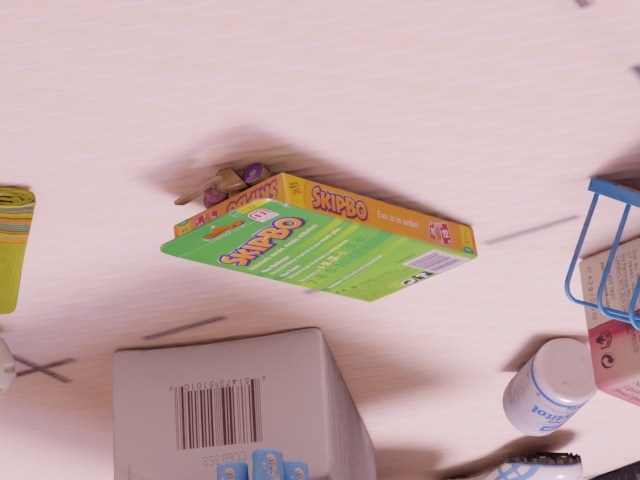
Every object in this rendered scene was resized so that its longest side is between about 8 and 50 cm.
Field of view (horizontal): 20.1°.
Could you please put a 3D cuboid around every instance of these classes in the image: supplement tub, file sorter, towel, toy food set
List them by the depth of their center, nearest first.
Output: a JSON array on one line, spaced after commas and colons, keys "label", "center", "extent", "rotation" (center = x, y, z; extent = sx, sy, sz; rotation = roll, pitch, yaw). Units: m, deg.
[{"label": "file sorter", "center": [0.294, 0.029, 1.419], "extent": [0.118, 0.104, 0.170], "rotation": [14, -174, -34]}, {"label": "toy food set", "center": [-0.052, -0.039, 1.419], "extent": [0.122, 0.019, 0.078], "rotation": [8, 154, -42]}, {"label": "towel", "center": [-0.295, 0.015, 1.495], "extent": [0.102, 0.021, 0.237], "rotation": [3, 155, -12]}, {"label": "supplement tub", "center": [0.230, 0.147, 1.798], "extent": [0.071, 0.071, 0.107], "rotation": [2, 154, -13]}]

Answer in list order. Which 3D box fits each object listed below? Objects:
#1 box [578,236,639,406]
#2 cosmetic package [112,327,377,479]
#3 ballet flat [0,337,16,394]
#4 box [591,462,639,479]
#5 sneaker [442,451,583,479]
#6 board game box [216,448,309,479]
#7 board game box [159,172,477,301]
[{"label": "box", "center": [0.362, 0.055, 1.553], "extent": [0.232, 0.127, 0.148], "rotation": [-24, 148, 38]}, {"label": "cosmetic package", "center": [-0.065, 0.237, 1.856], "extent": [0.217, 0.156, 0.385], "rotation": [-6, 156, 6]}, {"label": "ballet flat", "center": [-0.353, 0.140, 1.668], "extent": [0.124, 0.116, 0.342], "rotation": [-20, 168, -32]}, {"label": "box", "center": [0.397, 0.353, 2.225], "extent": [0.153, 0.108, 0.207], "rotation": [16, 149, -37]}, {"label": "sneaker", "center": [0.219, 0.299, 2.100], "extent": [0.085, 0.086, 0.237], "rotation": [0, 161, -40]}, {"label": "board game box", "center": [-0.081, 0.310, 1.758], "extent": [0.390, 0.050, 0.390], "rotation": [-23, 151, 30]}, {"label": "board game box", "center": [0.000, 0.000, 1.464], "extent": [0.124, 0.039, 0.259], "rotation": [-25, 157, 37]}]
